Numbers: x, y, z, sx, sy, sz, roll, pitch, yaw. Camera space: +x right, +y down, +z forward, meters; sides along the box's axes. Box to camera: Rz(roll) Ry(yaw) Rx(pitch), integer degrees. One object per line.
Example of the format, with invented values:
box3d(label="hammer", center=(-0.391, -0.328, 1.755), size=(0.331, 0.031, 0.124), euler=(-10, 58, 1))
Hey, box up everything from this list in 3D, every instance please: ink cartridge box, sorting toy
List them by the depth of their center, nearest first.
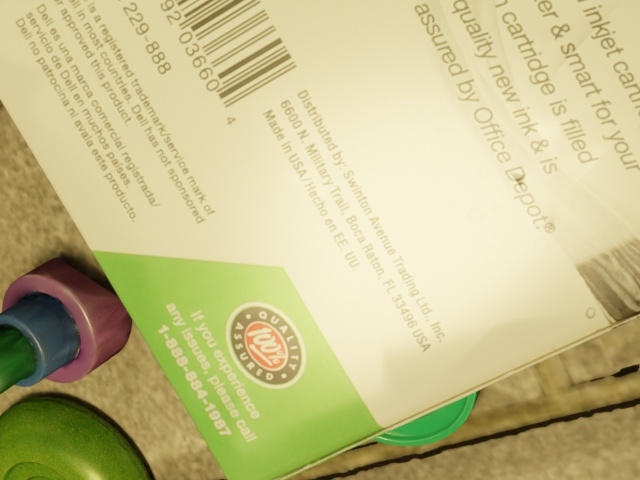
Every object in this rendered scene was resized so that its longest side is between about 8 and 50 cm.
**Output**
box3d(label="ink cartridge box", center=(0.052, -0.069, 0.460), size=(0.289, 0.121, 0.211), euler=(-27, 96, 20))
box3d(label="sorting toy", center=(-0.179, 0.193, 0.735), size=(0.127, 0.126, 0.365), euler=(19, 119, 22))

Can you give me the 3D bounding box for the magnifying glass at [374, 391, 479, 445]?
box3d(label="magnifying glass", center=(0.000, 0.000, 0.592), size=(0.092, 0.026, 0.231), euler=(-21, 111, 31))
